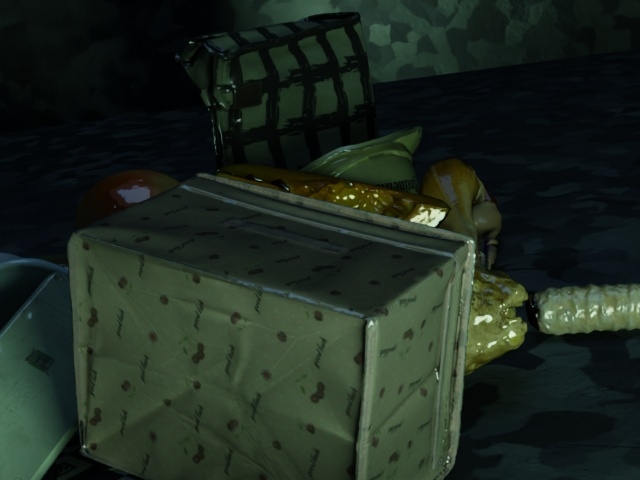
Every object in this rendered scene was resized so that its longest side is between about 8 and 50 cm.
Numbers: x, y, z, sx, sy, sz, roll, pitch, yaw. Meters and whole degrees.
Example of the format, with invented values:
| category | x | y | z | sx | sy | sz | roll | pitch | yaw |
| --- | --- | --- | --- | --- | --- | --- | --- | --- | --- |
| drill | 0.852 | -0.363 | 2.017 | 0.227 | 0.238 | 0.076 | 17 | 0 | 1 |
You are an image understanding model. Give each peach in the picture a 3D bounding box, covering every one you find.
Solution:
| category | x | y | z | sx | sy | sz | roll | pitch | yaw |
| --- | --- | --- | --- | --- | --- | --- | --- | --- | --- |
| peach | -0.253 | -0.018 | 1.733 | 0.184 | 0.184 | 0.184 | -7 | 16 | 2 |

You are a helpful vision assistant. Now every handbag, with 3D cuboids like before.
| category | x | y | z | sx | sy | sz | roll | pitch | yaw |
| --- | --- | --- | --- | --- | --- | --- | --- | --- | --- |
| handbag | -0.056 | -0.181 | 1.928 | 0.162 | 0.325 | 0.327 | 3 | 16 | 42 |

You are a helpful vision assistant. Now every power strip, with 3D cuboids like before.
| category | x | y | z | sx | sy | sz | roll | pitch | yaw |
| --- | --- | --- | --- | --- | --- | --- | --- | --- | --- |
| power strip | -0.274 | 0.138 | 1.173 | 0.118 | 0.046 | 0.270 | 33 | 44 | -1 |

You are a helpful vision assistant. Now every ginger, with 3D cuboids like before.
| category | x | y | z | sx | sy | sz | roll | pitch | yaw |
| --- | --- | --- | --- | --- | --- | --- | --- | --- | --- |
| ginger | 0.079 | 0.059 | 1.331 | 0.236 | 0.166 | 0.375 | -23 | 26 | -19 |

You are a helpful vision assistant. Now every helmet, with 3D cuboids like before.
| category | x | y | z | sx | sy | sz | roll | pitch | yaw |
| --- | --- | --- | --- | --- | --- | --- | --- | --- | --- |
| helmet | 0.072 | -0.048 | 1.747 | 0.257 | 0.137 | 0.204 | -21 | -19 | -31 |

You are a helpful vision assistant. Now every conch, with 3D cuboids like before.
| category | x | y | z | sx | sy | sz | roll | pitch | yaw |
| --- | --- | --- | --- | --- | --- | --- | --- | --- | --- |
| conch | 0.195 | -0.028 | 1.730 | 0.093 | 0.109 | 0.330 | -40 | 27 | 24 |

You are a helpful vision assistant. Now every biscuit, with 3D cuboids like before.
| category | x | y | z | sx | sy | sz | roll | pitch | yaw |
| --- | --- | --- | --- | --- | --- | --- | --- | --- | --- |
| biscuit | 0.338 | 0.074 | 1.349 | 0.219 | 0.055 | 0.061 | -5 | 21 | 9 |

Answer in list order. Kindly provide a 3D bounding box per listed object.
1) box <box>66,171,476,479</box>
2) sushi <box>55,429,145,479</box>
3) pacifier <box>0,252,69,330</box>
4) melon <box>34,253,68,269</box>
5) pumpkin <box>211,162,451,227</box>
| category | x | y | z | sx | sy | sz | roll | pitch | yaw |
| --- | --- | --- | --- | --- | --- | --- | --- | --- | --- |
| box | -0.046 | 0.095 | 1.049 | 0.297 | 0.225 | 0.190 | 15 | 25 | 29 |
| sushi | -0.153 | 0.183 | 1.193 | 0.219 | 0.047 | 0.231 | -10 | 16 | -11 |
| pacifier | -0.385 | 0.130 | 1.300 | 0.299 | 0.244 | 0.233 | 2 | 44 | -15 |
| melon | -0.339 | 0.067 | 1.593 | 0.162 | 0.099 | 0.099 | -12 | 16 | -20 |
| pumpkin | 0.000 | 0.000 | 1.593 | 0.312 | 0.169 | 0.148 | 9 | 10 | 0 |
